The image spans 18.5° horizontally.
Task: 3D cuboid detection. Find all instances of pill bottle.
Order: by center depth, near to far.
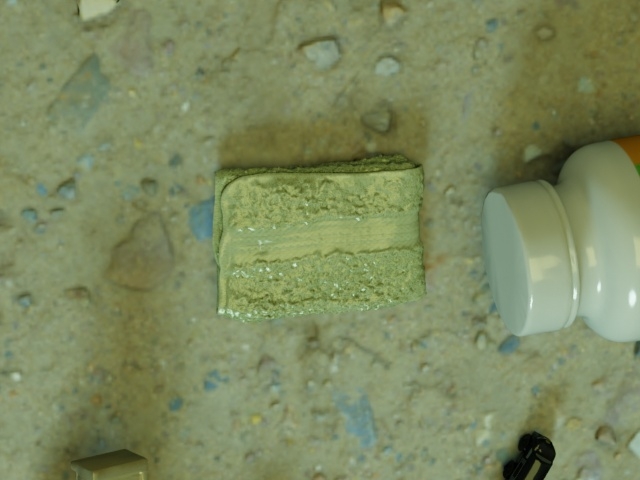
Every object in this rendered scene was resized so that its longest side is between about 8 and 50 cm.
[{"bbox_3d":[0.240,-0.006,1.325,0.245,0.136,0.136,-10,102,-11],"label":"pill bottle"}]

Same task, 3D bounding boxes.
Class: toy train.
[{"bbox_3d":[0.121,0.208,1.391,0.027,0.036,0.158,28,93,-16],"label":"toy train"}]

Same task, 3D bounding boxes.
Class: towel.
[{"bbox_3d":[0.000,0.000,1.330,0.148,0.027,0.110,-5,102,-12],"label":"towel"}]

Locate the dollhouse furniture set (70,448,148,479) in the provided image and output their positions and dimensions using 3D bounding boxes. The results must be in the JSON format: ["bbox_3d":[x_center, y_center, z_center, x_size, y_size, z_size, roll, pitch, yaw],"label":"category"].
[{"bbox_3d":[-0.107,0.216,1.332,0.161,0.101,0.182,-9,103,-36],"label":"dollhouse furniture set"}]
